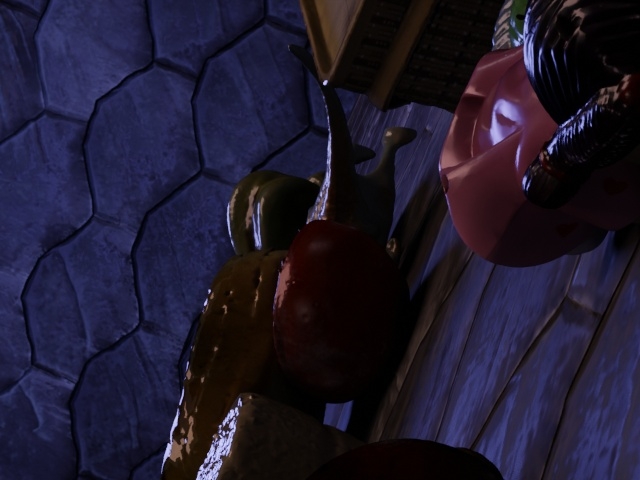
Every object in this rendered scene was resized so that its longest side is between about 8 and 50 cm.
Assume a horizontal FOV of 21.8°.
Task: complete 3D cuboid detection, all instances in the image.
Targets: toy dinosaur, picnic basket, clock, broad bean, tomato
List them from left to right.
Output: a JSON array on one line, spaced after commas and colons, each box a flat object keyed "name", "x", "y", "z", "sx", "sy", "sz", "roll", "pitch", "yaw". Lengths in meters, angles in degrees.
[{"name": "broad bean", "x": -0.002, "y": 0.000, "z": 1.680, "sx": 0.072, "sy": 0.206, "sz": 0.153, "roll": 5, "pitch": 77, "yaw": 48}, {"name": "toy dinosaur", "x": 0.027, "y": -0.038, "z": 1.544, "sx": 0.393, "sy": 0.092, "sz": 0.206, "roll": 84, "pitch": -157, "yaw": -55}, {"name": "tomato", "x": 0.029, "y": 0.064, "z": 1.384, "sx": 0.159, "sy": 0.091, "sz": 0.139, "roll": 74, "pitch": -146, "yaw": -45}, {"name": "picnic basket", "x": 0.095, "y": -0.259, "z": 1.282, "sx": 0.313, "sy": 0.175, "sz": 0.228, "roll": -103, "pitch": 29, "yaw": -48}, {"name": "clock", "x": 0.135, "y": -0.100, "z": 0.761, "sx": 0.195, "sy": 0.100, "sz": 0.194, "roll": 124, "pitch": 169, "yaw": -66}]

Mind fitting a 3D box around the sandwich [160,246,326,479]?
[{"name": "sandwich", "x": -0.049, "y": 0.152, "z": 1.439, "sx": 0.226, "sy": 0.087, "sz": 0.251, "roll": 68, "pitch": -152, "yaw": -50}]

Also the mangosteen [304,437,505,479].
[{"name": "mangosteen", "x": 0.041, "y": 0.139, "z": 0.681, "sx": 0.140, "sy": 0.140, "sz": 0.140, "roll": -158, "pitch": 90, "yaw": -86}]

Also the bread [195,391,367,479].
[{"name": "bread", "x": -0.008, "y": 0.170, "z": 0.931, "sx": 0.134, "sy": 0.141, "sz": 0.148, "roll": -64, "pitch": 5, "yaw": -1}]

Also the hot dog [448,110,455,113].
[{"name": "hot dog", "x": 0.126, "y": -0.147, "z": 1.578, "sx": 0.122, "sy": 0.037, "sz": 0.049, "roll": -84, "pitch": 13, "yaw": -81}]
